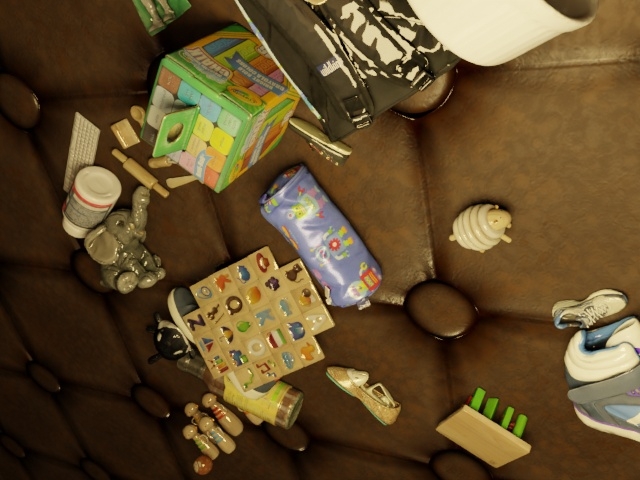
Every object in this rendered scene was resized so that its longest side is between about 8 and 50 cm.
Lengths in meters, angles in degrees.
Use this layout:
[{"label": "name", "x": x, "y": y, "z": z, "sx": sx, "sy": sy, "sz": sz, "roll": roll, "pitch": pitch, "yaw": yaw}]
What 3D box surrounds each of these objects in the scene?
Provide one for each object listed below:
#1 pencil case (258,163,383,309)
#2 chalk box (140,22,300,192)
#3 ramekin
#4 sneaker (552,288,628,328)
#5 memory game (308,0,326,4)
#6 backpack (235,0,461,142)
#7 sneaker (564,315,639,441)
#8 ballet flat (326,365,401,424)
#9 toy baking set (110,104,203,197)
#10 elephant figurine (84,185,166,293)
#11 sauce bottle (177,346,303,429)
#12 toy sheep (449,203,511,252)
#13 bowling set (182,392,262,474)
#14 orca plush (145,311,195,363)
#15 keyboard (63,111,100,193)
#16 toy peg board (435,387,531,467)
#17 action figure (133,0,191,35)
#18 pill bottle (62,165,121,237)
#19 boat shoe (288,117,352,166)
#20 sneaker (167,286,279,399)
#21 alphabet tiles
[{"label": "pencil case", "x": 0.000, "y": 0.000, "z": 1.243, "sx": 0.306, "sy": 0.133, "sz": 0.119, "roll": 53, "pitch": 163, "yaw": -12}, {"label": "chalk box", "x": -0.178, "y": -0.223, "z": 1.077, "sx": 0.179, "sy": 0.289, "sz": 0.180, "roll": 35, "pitch": 132, "yaw": 3}, {"label": "ramekin", "x": 0.214, "y": -0.360, "z": 0.785, "sx": 0.135, "sy": 0.277, "sz": 0.277, "roll": -26, "pitch": 107, "yaw": 47}, {"label": "sneaker", "x": 0.483, "y": 0.132, "z": 1.114, "sx": 0.135, "sy": 0.058, "sz": 0.052, "roll": -25, "pitch": 107, "yaw": 38}, {"label": "memory game", "x": -0.008, "y": -0.395, "z": 0.783, "sx": 0.186, "sy": 0.012, "sz": 0.186, "roll": 3, "pitch": 109, "yaw": 8}, {"label": "backpack", "x": 0.014, "y": -0.376, "z": 0.913, "sx": 0.355, "sy": 0.273, "sz": 0.290, "roll": 37, "pitch": 132, "yaw": -26}, {"label": "sneaker", "x": 0.595, "y": 0.245, "z": 1.082, "sx": 0.322, "sy": 0.130, "sz": 0.236, "roll": 4, "pitch": 127, "yaw": 33}, {"label": "ballet flat", "x": 0.109, "y": 0.353, "z": 1.481, "sx": 0.206, "sy": 0.073, "sz": 0.067, "roll": 39, "pitch": 104, "yaw": -4}, {"label": "toy baking set", "x": -0.359, "y": -0.186, "z": 1.376, "sx": 0.256, "sy": 0.030, "sz": 0.197, "roll": 43, "pitch": 131, "yaw": -4}, {"label": "elephant figurine", "x": -0.479, "y": -0.004, "z": 1.510, "sx": 0.169, "sy": 0.186, "sz": 0.239, "roll": -150, "pitch": 43, "yaw": -67}, {"label": "sauce bottle", "x": -0.217, "y": 0.379, "z": 1.637, "sx": 0.344, "sy": 0.111, "sz": 0.111, "roll": 21, "pitch": 129, "yaw": 13}, {"label": "toy sheep", "x": 0.282, "y": -0.021, "z": 1.104, "sx": 0.091, "sy": 0.091, "sz": 0.132, "roll": 49, "pitch": 136, "yaw": -9}, {"label": "bowling set", "x": -0.313, "y": 0.536, "z": 1.750, "sx": 0.154, "sy": 0.200, "sz": 0.287, "roll": 48, "pitch": 127, "yaw": -7}, {"label": "orca plush", "x": -0.415, "y": 0.263, "z": 1.589, "sx": 0.151, "sy": 0.102, "sz": 0.287, "roll": 57, "pitch": 159, "yaw": -21}, {"label": "keyboard", "x": -0.582, "y": -0.193, "z": 1.505, "sx": 0.072, "sy": 0.014, "sz": 0.256, "roll": 34, "pitch": 131, "yaw": 4}, {"label": "toy peg board", "x": 0.367, "y": 0.410, "z": 1.374, "sx": 0.161, "sy": 0.079, "sz": 0.161, "roll": 32, "pitch": 147, "yaw": 7}, {"label": "action figure", "x": -0.342, "y": -0.503, "z": 1.130, "sx": 0.137, "sy": 0.063, "sz": 0.232, "roll": -16, "pitch": 109, "yaw": 39}, {"label": "pill bottle", "x": -0.563, "y": -0.086, "z": 1.505, "sx": 0.108, "sy": 0.108, "sz": 0.180, "roll": 42, "pitch": 131, "yaw": -3}, {"label": "boat shoe", "x": -0.006, "y": -0.185, "z": 1.169, "sx": 0.133, "sy": 0.049, "sz": 0.042, "roll": 31, "pitch": 123, "yaw": 0}, {"label": "sneaker", "x": -0.221, "y": 0.220, "z": 1.537, "sx": 0.350, "sy": 0.131, "sz": 0.148, "roll": 44, "pitch": 110, "yaw": 3}, {"label": "alphabet tiles", "x": -0.149, "y": 0.186, "z": 1.435, "sx": 0.342, "sy": 0.011, "sz": 0.285, "roll": -27, "pitch": 92, "yaw": 20}]
